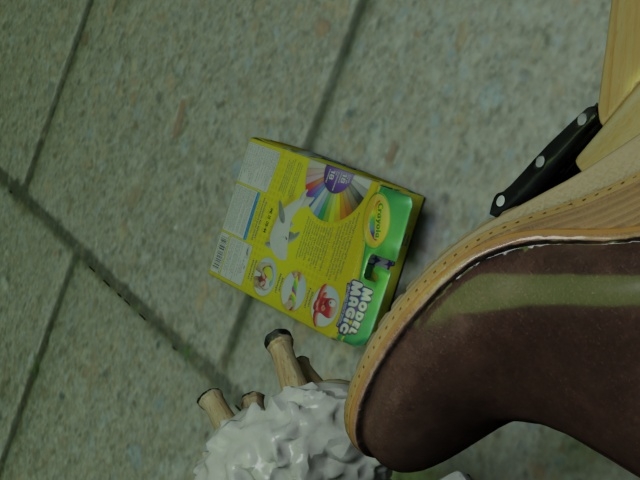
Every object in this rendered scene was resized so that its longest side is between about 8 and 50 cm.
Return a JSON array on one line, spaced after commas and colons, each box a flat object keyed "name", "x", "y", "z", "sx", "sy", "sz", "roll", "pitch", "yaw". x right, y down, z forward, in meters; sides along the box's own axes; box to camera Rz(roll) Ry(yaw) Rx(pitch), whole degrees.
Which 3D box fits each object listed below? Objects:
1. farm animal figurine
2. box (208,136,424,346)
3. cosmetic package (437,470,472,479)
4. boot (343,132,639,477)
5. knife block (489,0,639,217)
[{"name": "farm animal figurine", "x": -0.043, "y": 0.242, "z": 0.740, "sx": 0.327, "sy": 0.330, "sz": 0.172, "roll": -32, "pitch": 47, "yaw": 8}, {"name": "box", "x": 0.000, "y": 0.000, "z": 0.893, "sx": 0.179, "sy": 0.043, "sz": 0.105, "roll": 25, "pitch": 99, "yaw": 54}, {"name": "cosmetic package", "x": -0.069, "y": 0.315, "z": 0.569, "sx": 0.453, "sy": 0.230, "sz": 0.161, "roll": -33, "pitch": 12, "yaw": 20}, {"name": "boot", "x": 0.133, "y": 0.072, "z": 0.520, "sx": 0.248, "sy": 0.090, "sz": 0.207, "roll": -41, "pitch": 54, "yaw": 20}, {"name": "knife block", "x": 0.198, "y": -0.017, "z": 0.612, "sx": 0.275, "sy": 0.088, "sz": 0.242, "roll": -1, "pitch": 79, "yaw": 51}]
